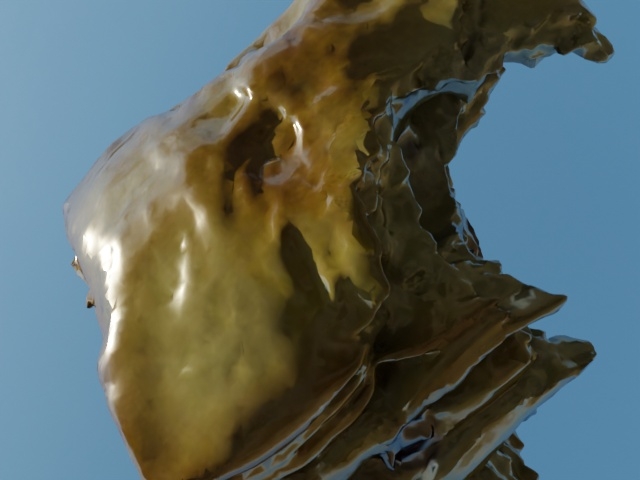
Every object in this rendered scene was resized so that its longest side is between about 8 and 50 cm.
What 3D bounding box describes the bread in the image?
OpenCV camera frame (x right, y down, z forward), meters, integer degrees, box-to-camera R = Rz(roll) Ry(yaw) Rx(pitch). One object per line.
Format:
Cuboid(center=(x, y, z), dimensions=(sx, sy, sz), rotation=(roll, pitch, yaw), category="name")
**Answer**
Cuboid(center=(0.000, 0.000, 0.412), dimensions=(0.370, 0.191, 0.314), rotation=(-50, -131, 15), category="bread")
